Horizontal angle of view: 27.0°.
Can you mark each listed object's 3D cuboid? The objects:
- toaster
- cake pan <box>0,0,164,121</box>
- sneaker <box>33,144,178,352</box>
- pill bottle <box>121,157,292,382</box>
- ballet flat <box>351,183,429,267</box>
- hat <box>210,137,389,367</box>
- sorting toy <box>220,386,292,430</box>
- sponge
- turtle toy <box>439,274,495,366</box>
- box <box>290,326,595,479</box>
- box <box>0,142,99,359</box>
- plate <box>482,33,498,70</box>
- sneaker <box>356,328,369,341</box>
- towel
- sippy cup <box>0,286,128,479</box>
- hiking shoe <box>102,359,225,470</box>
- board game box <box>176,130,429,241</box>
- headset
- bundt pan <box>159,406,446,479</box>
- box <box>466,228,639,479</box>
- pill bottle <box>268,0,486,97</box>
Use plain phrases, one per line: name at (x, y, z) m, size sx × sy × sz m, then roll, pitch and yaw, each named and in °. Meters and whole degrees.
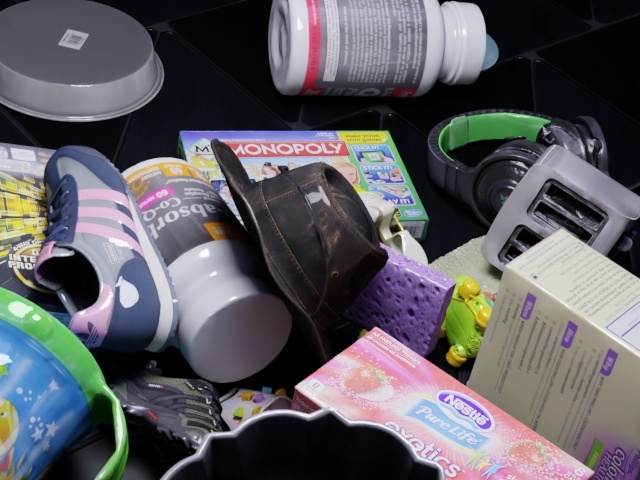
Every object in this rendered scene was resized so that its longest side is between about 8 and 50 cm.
toaster at (0.318, -0.022, 1.767) m, size 0.186 × 0.168 × 0.110 m, roll 35°, pitch 27°, yaw 9°
cake pan at (-0.384, -0.285, 2.041) m, size 0.293 × 0.054 × 0.293 m, roll 7°, pitch 39°, yaw -6°
sneaker at (-0.276, -0.002, 1.526) m, size 0.131 × 0.112 × 0.319 m, roll 3°, pitch 38°, yaw -39°
pill bottle at (-0.153, 0.034, 1.611) m, size 0.162 × 0.162 × 0.278 m, roll -12°, pitch 40°, yaw -27°
ballet flat at (0.088, -0.004, 1.751) m, size 0.077 × 0.077 × 0.231 m, roll -20°, pitch 64°, yaw -27°
hat at (0.000, 0.000, 1.564) m, size 0.134 × 0.331 × 0.331 m, roll -28°, pitch 46°, yaw 1°
sorting toy at (-0.084, 0.192, 1.550) m, size 0.075 × 0.045 × 0.083 m, roll 15°, pitch 34°, yaw 35°
sponge at (0.062, 0.054, 1.685) m, size 0.210 × 0.117 × 0.031 m, roll 28°, pitch 39°, yaw 20°
turtle toy at (0.190, 0.095, 1.692) m, size 0.066 × 0.095 × 0.130 m, roll 8°, pitch 41°, yaw -34°
box at (0.119, 0.249, 1.441) m, size 0.300 × 0.142 × 0.154 m, roll 33°, pitch 43°, yaw 25°
box at (-0.467, -0.005, 1.592) m, size 0.395 × 0.097 × 0.318 m, roll 7°, pitch 35°, yaw -25°
plate at (0.216, -0.346, 2.289) m, size 0.188 × 0.024 × 0.188 m, roll 6°, pitch 39°, yaw -5°
sneaker at (0.055, 0.141, 1.645) m, size 0.035 × 0.031 × 0.083 m, roll 20°, pitch 42°, yaw 4°
towel at (0.215, 0.045, 1.807) m, size 0.148 × 0.027 × 0.110 m, roll -26°, pitch 51°, yaw -38°
sippy cup at (-0.366, 0.195, 1.341) m, size 0.305 × 0.240 × 0.224 m, roll -11°, pitch 37°, yaw 37°
hiking shoe at (-0.137, 0.202, 1.479) m, size 0.227 × 0.086 × 0.114 m, roll 31°, pitch 46°, yaw 23°
board game box at (-0.029, -0.076, 1.881) m, size 0.317 × 0.046 × 0.213 m, roll -2°, pitch 41°, yaw -16°
headset at (0.329, -0.118, 1.910) m, size 0.243 × 0.185 × 0.394 m, roll -24°, pitch 39°, yaw -36°
bundt pan at (-0.014, 0.331, 1.284) m, size 0.331 × 0.124 × 0.330 m, roll 0°, pitch 54°, yaw -1°
box at (0.317, 0.147, 1.557) m, size 0.243 × 0.213 × 0.117 m, roll 36°, pitch 45°, yaw 28°
pill bottle at (0.089, -0.313, 2.095) m, size 0.319 × 0.176 × 0.176 m, roll -1°, pitch 40°, yaw -15°
